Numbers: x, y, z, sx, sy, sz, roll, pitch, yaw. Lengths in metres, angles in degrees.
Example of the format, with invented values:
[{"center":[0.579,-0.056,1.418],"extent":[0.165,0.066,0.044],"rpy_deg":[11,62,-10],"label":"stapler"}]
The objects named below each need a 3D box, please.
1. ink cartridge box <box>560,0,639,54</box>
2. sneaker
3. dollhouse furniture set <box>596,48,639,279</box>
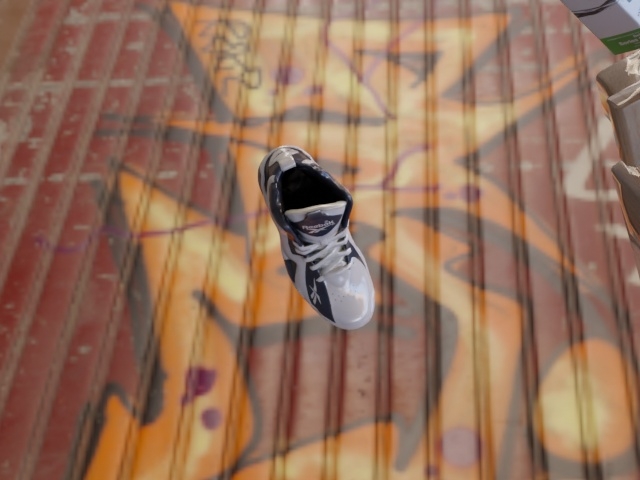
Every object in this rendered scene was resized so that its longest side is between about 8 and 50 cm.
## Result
[{"center":[0.457,-0.419,1.728],"extent":[0.208,0.087,0.153],"rpy_deg":[32,65,-35],"label":"ink cartridge box"},{"center":[0.000,0.000,1.246],"extent":[0.153,0.094,0.235],"rpy_deg":[-148,-141,-86],"label":"sneaker"},{"center":[0.352,-0.001,0.598],"extent":[0.355,0.303,0.173],"rpy_deg":[56,6,-48],"label":"dollhouse furniture set"}]
